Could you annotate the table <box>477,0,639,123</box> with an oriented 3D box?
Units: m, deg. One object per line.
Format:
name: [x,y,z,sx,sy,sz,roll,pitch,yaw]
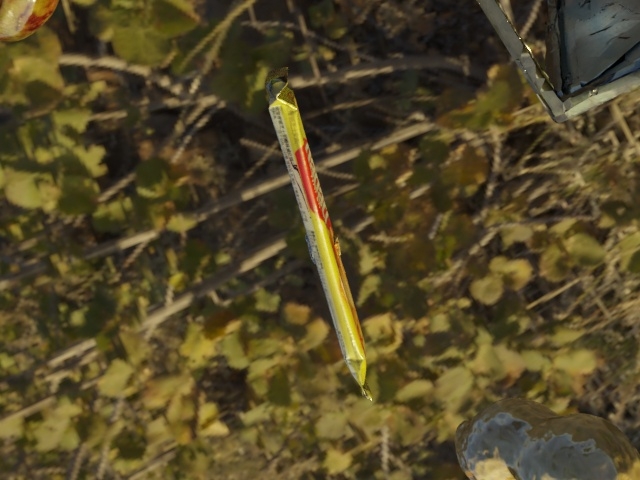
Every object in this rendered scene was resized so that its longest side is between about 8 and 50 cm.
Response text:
table: [0.243,-0.339,1.024,0.222,0.335,0.272,-23,125,26]

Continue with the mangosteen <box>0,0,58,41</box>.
mangosteen: [-0.252,-0.236,0.823,0.211,0.250,0.211,-35,47,49]

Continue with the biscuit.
biscuit: [0.000,0.000,0.915,0.026,0.048,0.291,-12,117,8]

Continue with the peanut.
peanut: [0.212,0.208,1.102,0.228,0.086,0.104,10,101,53]
